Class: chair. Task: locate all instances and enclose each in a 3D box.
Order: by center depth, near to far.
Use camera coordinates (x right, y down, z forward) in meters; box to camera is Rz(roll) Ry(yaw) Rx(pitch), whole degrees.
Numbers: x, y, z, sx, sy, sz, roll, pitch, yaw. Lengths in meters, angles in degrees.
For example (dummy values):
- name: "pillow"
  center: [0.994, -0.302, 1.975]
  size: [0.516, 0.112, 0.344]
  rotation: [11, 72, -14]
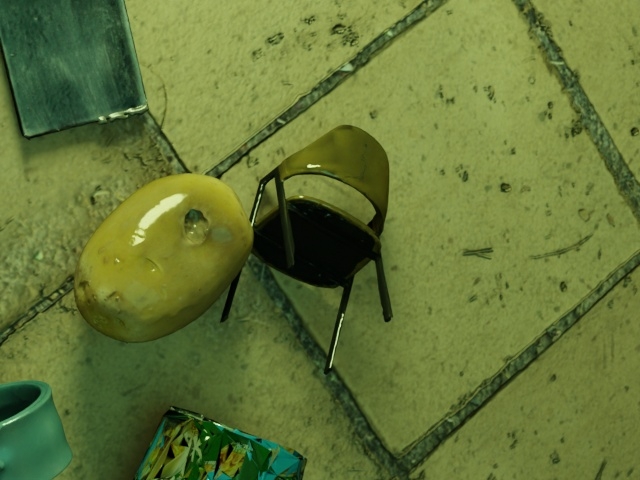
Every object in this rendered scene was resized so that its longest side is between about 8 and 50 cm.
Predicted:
- name: "chair"
  center: [0.000, 0.000, 1.981]
  size: [0.159, 0.172, 0.246]
  rotation: [29, 41, -24]

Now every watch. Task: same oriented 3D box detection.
- name: "watch"
  center: [-0.387, 0.232, 1.834]
  size: [0.193, 0.211, 0.211]
  rotation: [-26, 106, -34]

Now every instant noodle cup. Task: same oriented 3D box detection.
- name: "instant noodle cup"
  center: [-0.126, 0.308, 1.930]
  size: [0.240, 0.240, 0.178]
  rotation: [24, 81, -24]

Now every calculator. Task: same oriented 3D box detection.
- name: "calculator"
  center: [-0.300, -0.257, 1.886]
  size: [0.161, 0.021, 0.261]
  rotation: [-15, 102, -21]

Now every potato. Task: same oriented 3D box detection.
- name: "potato"
  center: [-0.186, 0.017, 1.906]
  size: [0.234, 0.146, 0.150]
  rotation: [-43, 121, -26]
